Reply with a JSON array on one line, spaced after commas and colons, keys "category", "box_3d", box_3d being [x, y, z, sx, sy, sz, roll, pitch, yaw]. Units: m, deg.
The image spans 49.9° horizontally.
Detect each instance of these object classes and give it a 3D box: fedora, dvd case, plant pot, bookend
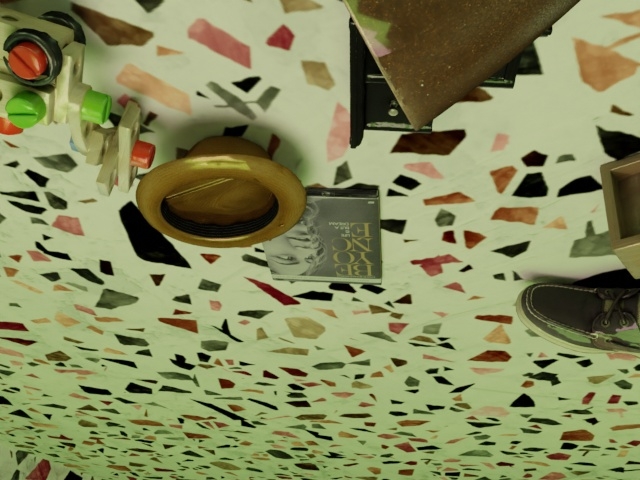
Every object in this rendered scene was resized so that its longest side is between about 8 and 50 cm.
[{"category": "fedora", "box_3d": [-0.113, -0.064, 0.794, 0.194, 0.079, 0.194, -2, 147, -1]}, {"category": "dvd case", "box_3d": [0.000, 0.000, 0.935, 0.164, 0.018, 0.221, 2, 149, 7]}, {"category": "plant pot", "box_3d": [0.108, -0.214, 0.402, 0.230, 0.215, 0.215, -28, 139, 12]}, {"category": "bookend", "box_3d": [0.104, -0.154, 0.610, 0.156, 0.072, 0.157, 4, 149, 4]}]

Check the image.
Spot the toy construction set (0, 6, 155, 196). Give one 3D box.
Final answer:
[{"category": "toy construction set", "box_3d": [-0.322, -0.128, 0.661, 0.328, 0.151, 0.215, 8, 125, -16]}]

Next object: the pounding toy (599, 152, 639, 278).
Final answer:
[{"category": "pounding toy", "box_3d": [0.385, -0.023, 0.713, 0.141, 0.130, 0.100, -19, 141, 35]}]

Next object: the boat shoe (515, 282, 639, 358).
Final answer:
[{"category": "boat shoe", "box_3d": [0.413, 0.106, 0.926, 0.285, 0.103, 0.092, 17, 148, 8]}]
